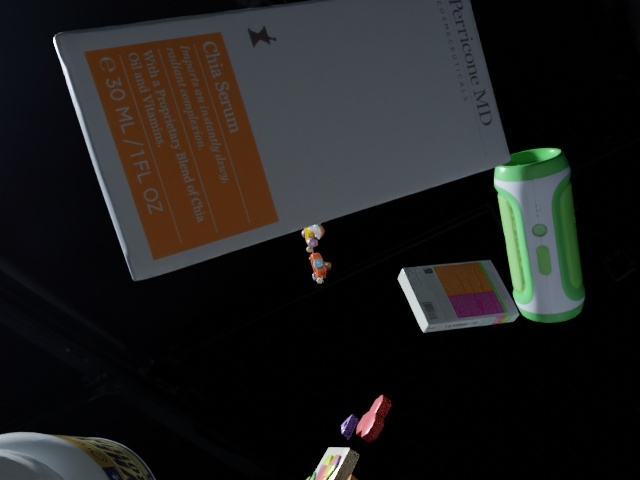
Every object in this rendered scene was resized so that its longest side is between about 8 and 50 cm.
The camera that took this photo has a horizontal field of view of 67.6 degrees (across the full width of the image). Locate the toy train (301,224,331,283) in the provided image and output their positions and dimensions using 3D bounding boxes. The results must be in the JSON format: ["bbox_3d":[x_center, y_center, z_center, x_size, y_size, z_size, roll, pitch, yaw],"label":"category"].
[{"bbox_3d":[0.000,0.000,0.942,0.046,0.125,0.166,-12,-38,-12],"label":"toy train"}]

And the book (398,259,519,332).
[{"bbox_3d":[0.193,0.077,0.671,0.144,0.096,0.035,-2,-44,-18],"label":"book"}]

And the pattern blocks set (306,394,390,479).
[{"bbox_3d":[-0.003,0.423,0.786,0.026,0.325,0.285,35,-42,1],"label":"pattern blocks set"}]

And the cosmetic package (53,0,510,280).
[{"bbox_3d":[-0.024,-0.132,0.559,0.453,0.161,0.230,-19,-84,-22],"label":"cosmetic package"}]

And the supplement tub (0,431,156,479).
[{"bbox_3d":[-0.305,0.326,0.501,0.228,0.228,0.316,6,-24,-5],"label":"supplement tub"}]

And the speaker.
[{"bbox_3d":[0.395,-0.007,0.858,0.131,0.131,0.296,-13,-73,10],"label":"speaker"}]
